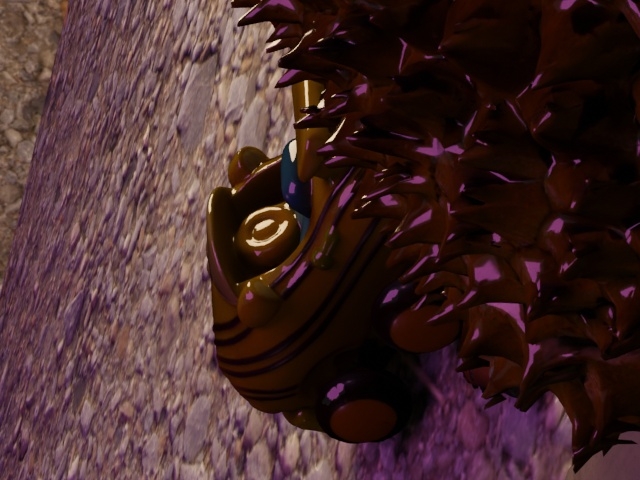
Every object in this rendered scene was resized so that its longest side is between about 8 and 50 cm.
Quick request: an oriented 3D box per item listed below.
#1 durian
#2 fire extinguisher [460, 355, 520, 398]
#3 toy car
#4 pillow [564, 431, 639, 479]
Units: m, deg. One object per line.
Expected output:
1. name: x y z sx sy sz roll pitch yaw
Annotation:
1. durian: 0.122 -0.118 0.662 0.384 0.347 0.347 50 131 34
2. fire extinguisher: 0.094 0.073 1.068 0.083 0.022 0.028 -176 68 -73
3. toy car: 0.000 0.000 1.210 0.200 0.142 0.248 -96 27 -49
4. pillow: 0.139 0.123 0.794 0.134 0.078 0.181 -102 29 -53
